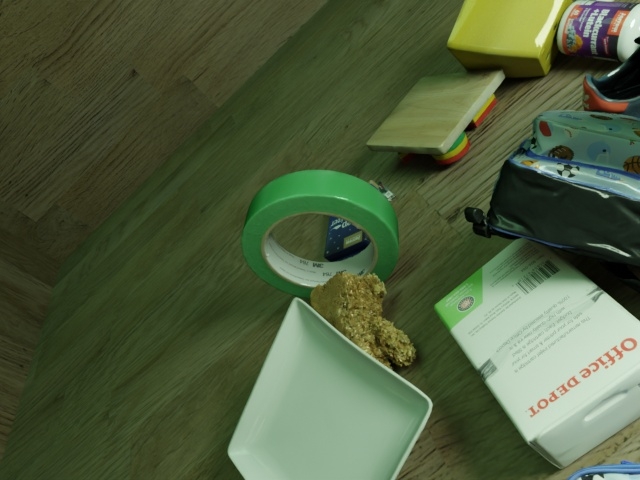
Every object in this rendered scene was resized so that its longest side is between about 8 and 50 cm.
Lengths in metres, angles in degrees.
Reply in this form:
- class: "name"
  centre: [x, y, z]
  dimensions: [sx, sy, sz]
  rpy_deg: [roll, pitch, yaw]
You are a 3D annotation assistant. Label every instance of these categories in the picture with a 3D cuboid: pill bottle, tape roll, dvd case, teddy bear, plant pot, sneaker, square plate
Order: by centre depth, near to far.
- class: "sneaker"
  centre: [0.609, -0.297, 0.827]
  dimensions: [0.350, 0.148, 0.131]
  rpy_deg: [-28, 37, 27]
- class: "square plate"
  centre: [-0.002, 0.322, 0.856]
  dimensions: [0.347, 0.049, 0.343]
  rpy_deg: [31, 99, 46]
- class: "teddy bear"
  centre: [0.066, 0.224, 0.963]
  dimensions: [0.245, 0.113, 0.337]
  rpy_deg: [-44, 40, 19]
- class: "pill bottle"
  centre: [0.584, -0.411, 1.001]
  dimensions: [0.108, 0.108, 0.194]
  rpy_deg: [-51, 44, -6]
- class: "tape roll"
  centre: [0.000, 0.000, 1.054]
  dimensions: [0.321, 0.321, 0.077]
  rpy_deg: [-25, 39, 31]
- class: "plant pot"
  centre: [0.434, -0.476, 1.124]
  dimensions: [0.187, 0.212, 0.212]
  rpy_deg: [28, 103, 29]
- class: "dvd case"
  centre: [0.127, -0.091, 1.289]
  dimensions: [0.119, 0.013, 0.087]
  rpy_deg: [-44, 33, 7]

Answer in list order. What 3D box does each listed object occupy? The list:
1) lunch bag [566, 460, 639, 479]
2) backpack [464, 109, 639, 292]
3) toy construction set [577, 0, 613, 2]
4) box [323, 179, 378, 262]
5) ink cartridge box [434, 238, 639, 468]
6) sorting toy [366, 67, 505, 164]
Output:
- class: "lunch bag"
  centre: [0.382, 0.320, 0.474]
  dimensions: [0.304, 0.115, 0.243]
  rpy_deg: [-21, 39, 33]
- class: "backpack"
  centre: [0.383, -0.079, 0.730]
  dimensions: [0.277, 0.263, 0.213]
  rpy_deg: [23, 110, 18]
- class: "toy construction set"
  centre: [0.688, -0.607, 1.086]
  dimensions: [0.328, 0.151, 0.214]
  rpy_deg: [-41, 57, 23]
- class: "box"
  centre: [0.075, -0.033, 1.247]
  dimensions: [0.137, 0.037, 0.225]
  rpy_deg: [-25, 43, 38]
- class: "ink cartridge box"
  centre: [0.320, 0.143, 0.726]
  dimensions: [0.198, 0.115, 0.272]
  rpy_deg: [-41, 33, 11]
- class: "sorting toy"
  centre: [0.284, -0.287, 1.229]
  dimensions: [0.255, 0.089, 0.257]
  rpy_deg: [-51, 33, -14]
